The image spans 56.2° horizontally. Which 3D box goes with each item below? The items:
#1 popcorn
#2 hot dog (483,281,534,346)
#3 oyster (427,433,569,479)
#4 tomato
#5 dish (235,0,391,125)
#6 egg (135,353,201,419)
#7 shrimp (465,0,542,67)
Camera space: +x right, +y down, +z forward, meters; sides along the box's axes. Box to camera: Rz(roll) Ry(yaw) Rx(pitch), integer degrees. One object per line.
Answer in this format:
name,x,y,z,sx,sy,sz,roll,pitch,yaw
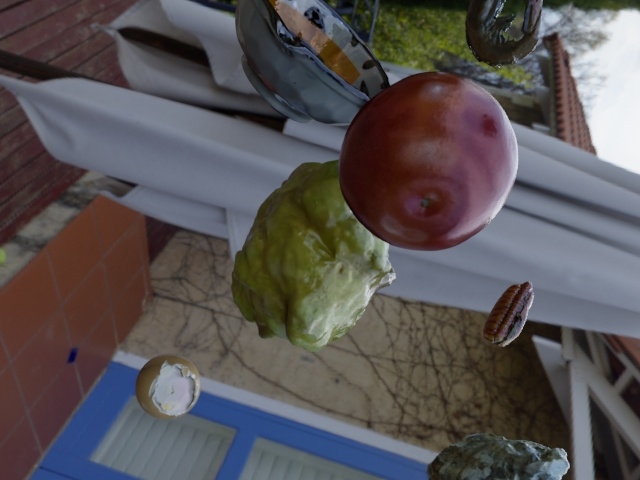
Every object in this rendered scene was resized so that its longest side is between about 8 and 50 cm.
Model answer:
popcorn,-0.013,0.003,1.011,0.334,0.293,0.292,-144,-136,-69
hot dog,0.340,0.127,1.069,0.144,0.062,0.038,-49,150,-29
oyster,0.165,0.265,0.609,0.177,0.125,0.064,-68,163,12
tomato,0.112,-0.077,0.638,0.136,0.195,0.195,-75,176,-49
dish,-0.026,-0.263,0.885,0.120,0.303,0.303,-41,-169,29
egg,-0.192,0.181,0.749,0.096,0.080,0.080,-4,-114,59
shrimp,0.368,-0.457,1.181,0.058,0.173,0.253,-32,153,-31
